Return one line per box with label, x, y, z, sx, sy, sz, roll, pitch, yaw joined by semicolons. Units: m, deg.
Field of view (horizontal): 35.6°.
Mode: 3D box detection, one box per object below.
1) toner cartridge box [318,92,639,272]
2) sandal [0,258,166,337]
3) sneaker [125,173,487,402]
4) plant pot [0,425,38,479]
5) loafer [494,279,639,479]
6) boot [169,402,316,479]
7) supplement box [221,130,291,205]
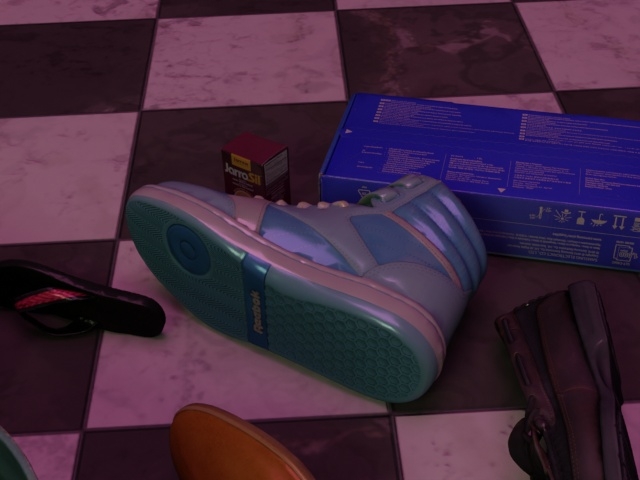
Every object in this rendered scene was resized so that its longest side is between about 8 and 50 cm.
toner cartridge box;0.185;-0.062;1.002;0.348;0.075;0.165;8;38;11
sandal;-0.226;0.059;0.878;0.179;0.067;0.040;11;52;12
sneaker;0.000;0.000;0.896;0.319;0.127;0.208;27;48;19
plant pot;-0.266;0.242;0.503;0.293;0.196;0.293;-1;38;1
loafer;0.180;0.144;0.740;0.095;0.109;0.302;-13;29;17
boot;-0.070;0.240;0.609;0.211;0.104;0.295;-30;50;-31
supplement box;-0.063;-0.059;1.001;0.055;0.083;0.043;23;44;29
